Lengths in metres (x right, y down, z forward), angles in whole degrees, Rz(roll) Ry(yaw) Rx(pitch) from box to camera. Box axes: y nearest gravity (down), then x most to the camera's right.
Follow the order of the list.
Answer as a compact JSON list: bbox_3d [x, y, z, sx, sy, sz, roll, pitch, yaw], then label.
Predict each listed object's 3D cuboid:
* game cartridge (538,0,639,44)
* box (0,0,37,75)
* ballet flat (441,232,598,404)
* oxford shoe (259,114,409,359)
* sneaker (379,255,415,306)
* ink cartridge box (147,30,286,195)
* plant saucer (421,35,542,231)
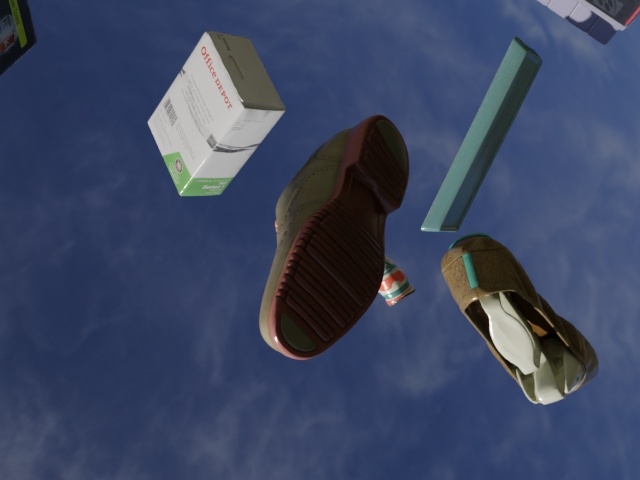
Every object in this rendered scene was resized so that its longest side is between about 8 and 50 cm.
[{"bbox_3d":[0.387,-0.429,1.173,0.230,0.355,0.068,40,-109,7],"label":"game cartridge"},{"bbox_3d":[-0.243,-0.116,0.397,0.060,0.270,0.216,36,-112,4],"label":"box"},{"bbox_3d":[0.268,0.132,1.104,0.342,0.116,0.124,49,-155,-34],"label":"ballet flat"},{"bbox_3d":[0.000,0.000,0.999,0.123,0.130,0.348,52,-136,-26],"label":"oxford shoe"},{"bbox_3d":[0.089,0.041,1.265,0.075,0.057,0.161,58,178,-13],"label":"sneaker"},{"bbox_3d":[-0.170,-0.199,1.371,0.093,0.219,0.160,-3,-122,-43],"label":"ink cartridge box"},{"bbox_3d":[0.152,-0.091,0.796,0.018,0.192,0.067,32,-166,25],"label":"plant saucer"}]
